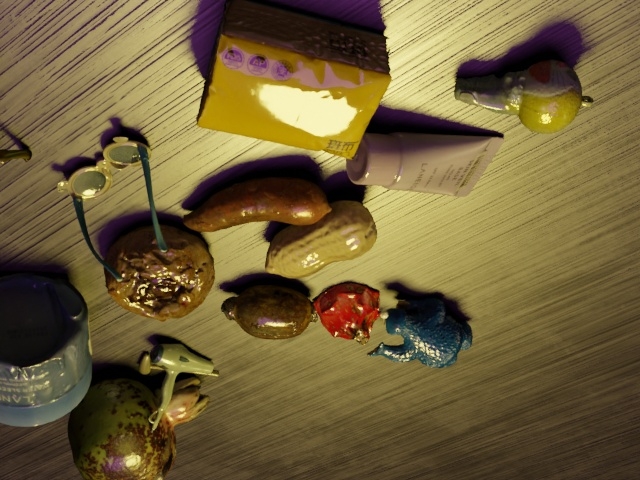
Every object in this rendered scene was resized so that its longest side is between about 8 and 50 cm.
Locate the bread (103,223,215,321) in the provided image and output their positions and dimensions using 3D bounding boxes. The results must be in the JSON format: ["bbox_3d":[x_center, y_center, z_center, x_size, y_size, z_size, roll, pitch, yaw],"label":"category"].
[{"bbox_3d":[-0.322,0.073,1.544,0.230,0.123,0.230,-1,140,-1],"label":"bread"}]

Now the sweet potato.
[{"bbox_3d":[-0.124,-0.069,1.433,0.291,0.097,0.097,-4,138,13],"label":"sweet potato"}]

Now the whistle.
[{"bbox_3d":[0.331,-0.245,1.263,0.223,0.123,0.123,9,138,8],"label":"whistle"}]

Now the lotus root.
[{"bbox_3d":[-0.108,0.153,1.655,0.209,0.120,0.120,5,137,-10],"label":"lotus root"}]

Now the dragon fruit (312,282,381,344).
[{"bbox_3d":[0.059,0.177,1.696,0.153,0.111,0.153,-2,134,-2],"label":"dragon fruit"}]

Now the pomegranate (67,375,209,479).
[{"bbox_3d":[-0.423,0.448,1.863,0.340,0.285,0.285,-27,138,-9],"label":"pomegranate"}]

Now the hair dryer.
[{"bbox_3d":[-0.322,0.340,1.808,0.167,0.199,0.067,6,173,-43],"label":"hair dryer"}]

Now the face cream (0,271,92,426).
[{"bbox_3d":[-0.599,0.219,1.588,0.249,0.249,0.225,4,134,-9],"label":"face cream"}]

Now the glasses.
[{"bbox_3d":[-0.342,-0.051,1.368,0.189,0.221,0.088,-31,170,25],"label":"glasses"}]

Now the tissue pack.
[{"bbox_3d":[-0.044,-0.244,1.207,0.271,0.134,0.192,10,137,-14],"label":"tissue pack"}]

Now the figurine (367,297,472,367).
[{"bbox_3d":[0.234,0.211,1.714,0.262,0.121,0.164,11,104,-36],"label":"figurine"}]

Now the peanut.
[{"bbox_3d":[0.000,0.000,1.495,0.256,0.123,0.123,-24,135,34],"label":"peanut"}]

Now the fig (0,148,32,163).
[{"bbox_3d":[-0.611,-0.119,1.293,0.186,0.142,0.148,0,158,10],"label":"fig"}]

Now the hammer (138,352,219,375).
[{"bbox_3d":[-0.336,0.303,1.870,0.195,0.028,0.060,10,129,-19],"label":"hammer"}]

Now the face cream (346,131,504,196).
[{"bbox_3d":[0.184,-0.137,1.388,0.274,0.096,0.154,1,136,-25],"label":"face cream"}]
